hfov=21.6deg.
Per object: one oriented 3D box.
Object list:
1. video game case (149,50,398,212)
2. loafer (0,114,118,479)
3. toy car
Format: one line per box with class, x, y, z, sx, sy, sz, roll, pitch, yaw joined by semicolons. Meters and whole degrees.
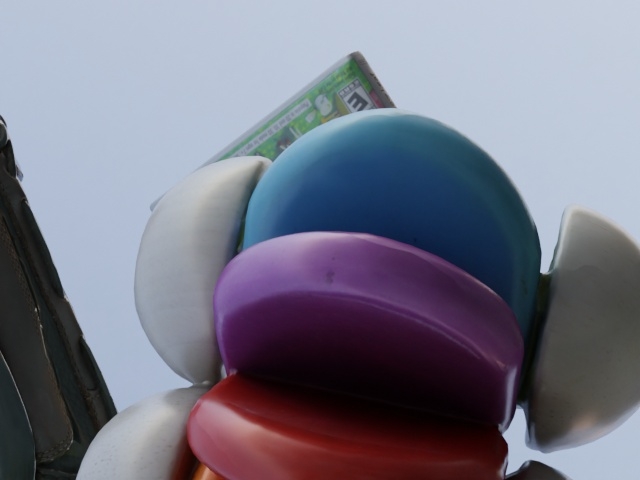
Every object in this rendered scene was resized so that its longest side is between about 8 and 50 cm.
video game case;0.000;0.000;1.215;0.193;0.212;0.023;57;-151;4
loafer;-0.154;0.001;0.690;0.084;0.096;0.267;2;-123;-45
toy car;0.012;0.044;0.474;0.159;0.136;0.182;10;-109;10
